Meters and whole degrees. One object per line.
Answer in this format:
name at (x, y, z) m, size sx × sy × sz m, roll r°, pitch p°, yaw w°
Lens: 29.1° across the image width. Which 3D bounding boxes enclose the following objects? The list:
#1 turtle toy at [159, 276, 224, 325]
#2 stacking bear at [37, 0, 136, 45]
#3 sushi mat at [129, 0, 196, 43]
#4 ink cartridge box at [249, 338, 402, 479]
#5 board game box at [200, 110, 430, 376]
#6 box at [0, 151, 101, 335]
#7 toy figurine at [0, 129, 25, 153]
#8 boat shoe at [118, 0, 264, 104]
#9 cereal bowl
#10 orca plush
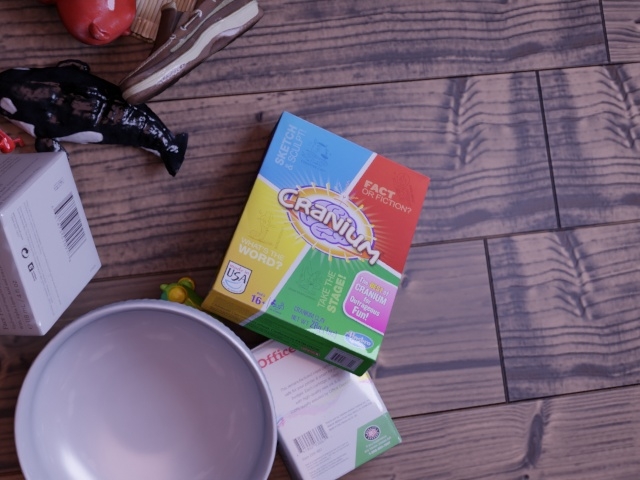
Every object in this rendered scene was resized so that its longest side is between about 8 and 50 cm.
turtle toy at (-0.179, 0.111, 1.717) m, size 0.066 × 0.095 × 0.130 m, roll -44°, pitch 93°, yaw 9°
stacking bear at (-0.363, -0.397, 1.695) m, size 0.164 × 0.175 × 0.289 m, roll -38°, pitch 91°, yaw 13°
sushi mat at (-0.227, -0.444, 1.801) m, size 0.151 × 0.019 × 0.316 m, roll 20°, pitch 80°, yaw -9°
ink cartridge box at (-0.007, 0.222, 1.731) m, size 0.154 × 0.093 × 0.212 m, roll -27°, pitch 91°, yaw -14°
board game box at (0.000, 0.000, 1.715) m, size 0.242 × 0.064 × 0.316 m, roll 24°, pitch 57°, yaw -8°
box at (-0.393, 0.003, 1.591) m, size 0.119 × 0.182 × 0.181 m, roll -2°, pitch 119°, yaw 20°
toy figurine at (-0.556, -0.005, 1.651) m, size 0.217 × 0.191 × 0.362 m, roll 3°, pitch 80°, yaw 17°
boat shoe at (-0.199, -0.287, 1.738) m, size 0.257 × 0.095 × 0.095 m, roll -42°, pitch 98°, yaw -33°
cereal bowl at (-0.227, 0.239, 1.644) m, size 0.339 × 0.141 × 0.339 m, roll 0°, pitch 95°, yaw -3°
orca plush at (-0.319, -0.173, 1.702) m, size 0.287 × 0.102 × 0.151 m, roll 32°, pitch 73°, yaw -6°
